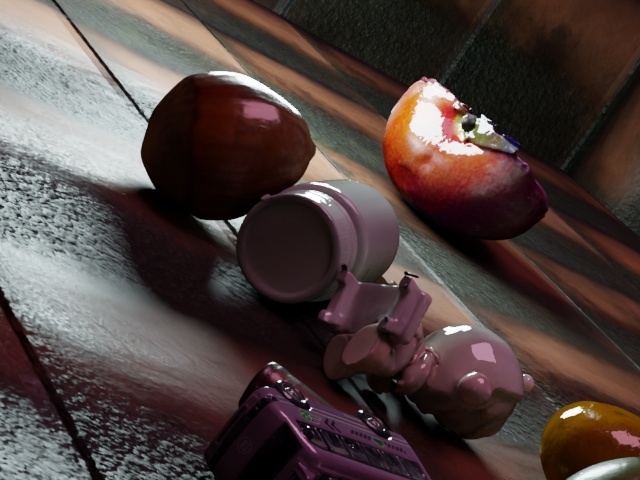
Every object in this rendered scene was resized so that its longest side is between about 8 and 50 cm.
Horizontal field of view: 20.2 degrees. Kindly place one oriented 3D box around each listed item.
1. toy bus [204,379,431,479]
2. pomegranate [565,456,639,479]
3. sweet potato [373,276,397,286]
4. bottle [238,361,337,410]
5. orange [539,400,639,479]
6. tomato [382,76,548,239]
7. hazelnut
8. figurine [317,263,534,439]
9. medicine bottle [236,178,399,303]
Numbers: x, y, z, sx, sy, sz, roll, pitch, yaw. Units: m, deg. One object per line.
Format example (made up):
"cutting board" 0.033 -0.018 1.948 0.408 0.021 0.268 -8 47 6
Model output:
"toy bus" 0.003 0.198 1.498 0.199 0.096 0.108 25 20 -46
"pomegranate" 0.305 0.308 1.707 0.210 0.179 0.179 56 16 6
"sweet potato" 0.058 0.048 2.316 0.153 0.038 0.041 24 39 -46
"bottle" 0.003 0.182 1.637 0.164 0.060 0.060 37 13 16
"orange" 0.322 0.252 2.032 0.156 0.124 0.156 16 11 -3
"tomato" 0.231 -0.101 3.013 0.335 0.176 0.289 43 -4 29
"hazelnut" -0.109 -0.113 2.128 0.214 0.176 0.214 0 8 0
"figurine" 0.125 0.132 1.977 0.256 0.182 0.144 34 53 -33
"medicine bottle" 0.000 0.000 2.103 0.144 0.144 0.252 36 11 9
